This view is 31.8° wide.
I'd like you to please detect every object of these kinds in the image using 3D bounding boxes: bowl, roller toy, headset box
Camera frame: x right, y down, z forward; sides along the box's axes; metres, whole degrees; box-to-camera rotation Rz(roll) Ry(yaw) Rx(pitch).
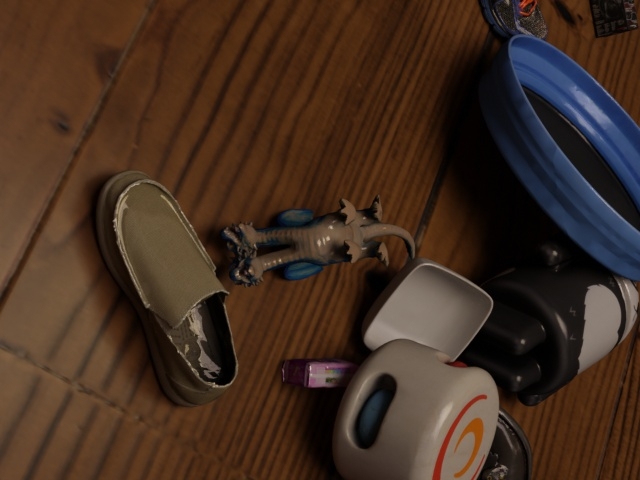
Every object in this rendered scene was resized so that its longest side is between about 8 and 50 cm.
[{"bbox_3d":[0.367,-0.112,1.543,0.391,0.077,0.391,34,32,-25],"label":"bowl"},{"bbox_3d":[0.110,0.219,1.334,0.209,0.146,0.191,-37,137,-41],"label":"roller toy"},{"bbox_3d":[0.128,0.091,1.414,0.142,0.053,0.142,29,105,-28],"label":"bowl"},{"bbox_3d":[0.463,-0.369,1.779,0.032,0.062,0.083,-13,94,-42],"label":"headset box"}]

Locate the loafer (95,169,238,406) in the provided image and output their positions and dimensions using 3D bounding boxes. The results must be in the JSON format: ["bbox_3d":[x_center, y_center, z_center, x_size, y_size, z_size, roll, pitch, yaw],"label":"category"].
[{"bbox_3d":[-0.149,0.049,1.184,0.102,0.092,0.268,-31,106,-39],"label":"loafer"}]

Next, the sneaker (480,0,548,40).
[{"bbox_3d":[0.269,-0.374,1.595,0.083,0.087,0.221,-46,115,-33],"label":"sneaker"}]

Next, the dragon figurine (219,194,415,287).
[{"bbox_3d":[0.000,0.000,1.322,0.289,0.144,0.085,-8,89,-60],"label":"dragon figurine"}]

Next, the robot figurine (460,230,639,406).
[{"bbox_3d":[0.314,0.105,1.524,0.278,0.209,0.173,-24,75,-40],"label":"robot figurine"}]

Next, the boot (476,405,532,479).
[{"bbox_3d":[0.185,0.355,1.444,0.229,0.091,0.263,-33,108,-38],"label":"boot"}]

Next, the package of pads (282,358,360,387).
[{"bbox_3d":[0.001,0.157,1.330,0.083,0.050,0.032,5,88,-41],"label":"package of pads"}]
